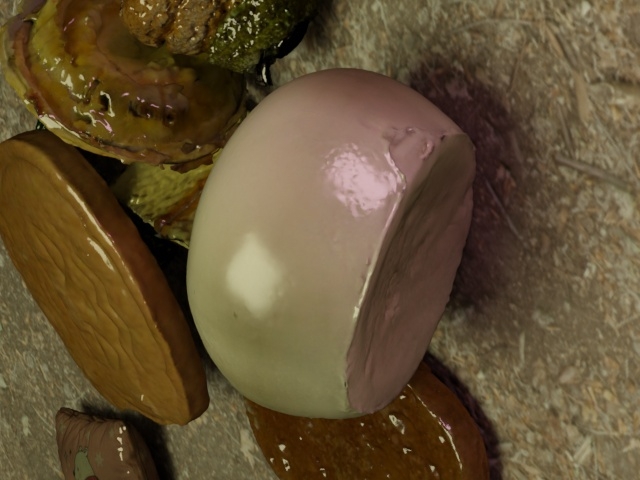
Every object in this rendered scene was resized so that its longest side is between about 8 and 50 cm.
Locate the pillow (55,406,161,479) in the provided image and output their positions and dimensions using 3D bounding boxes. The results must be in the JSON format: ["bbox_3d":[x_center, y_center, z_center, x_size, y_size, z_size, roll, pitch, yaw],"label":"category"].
[{"bbox_3d":[-0.274,0.332,2.481,0.236,0.084,0.223,-3,107,57],"label":"pillow"}]

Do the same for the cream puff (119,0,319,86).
[{"bbox_3d":[-0.086,-0.233,1.852,0.169,0.183,0.183,42,142,2],"label":"cream puff"}]

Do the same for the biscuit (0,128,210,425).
[{"bbox_3d":[-0.273,0.049,2.157,0.365,0.062,0.385,2,123,62],"label":"biscuit"}]

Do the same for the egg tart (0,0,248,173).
[{"bbox_3d":[-0.197,-0.189,1.932,0.279,0.279,0.095,49,138,25],"label":"egg tart"}]

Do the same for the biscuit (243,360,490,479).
[{"bbox_3d":[0.047,0.189,1.988,0.367,0.063,0.314,35,132,39],"label":"biscuit"}]

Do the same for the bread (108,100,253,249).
[{"bbox_3d":[-0.092,-0.054,1.997,0.266,0.142,0.178,34,92,43],"label":"bread"}]

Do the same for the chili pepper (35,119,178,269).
[{"bbox_3d":[-0.281,-0.046,2.253,0.264,0.116,0.148,49,144,26],"label":"chili pepper"}]

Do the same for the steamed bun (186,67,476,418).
[{"bbox_3d":[0.000,0.000,1.717,0.206,0.324,0.324,20,127,19],"label":"steamed bun"}]
